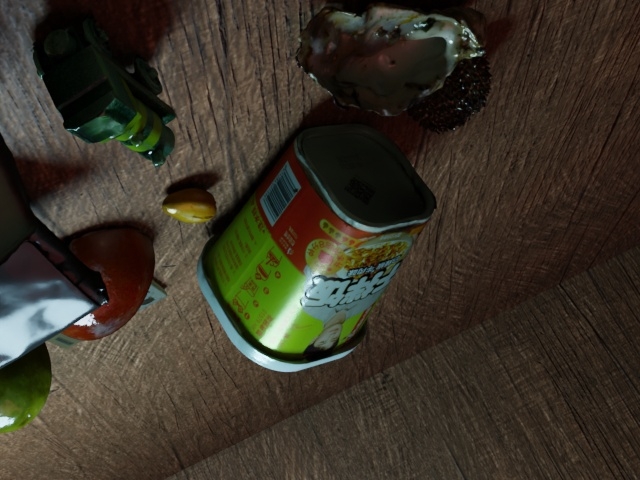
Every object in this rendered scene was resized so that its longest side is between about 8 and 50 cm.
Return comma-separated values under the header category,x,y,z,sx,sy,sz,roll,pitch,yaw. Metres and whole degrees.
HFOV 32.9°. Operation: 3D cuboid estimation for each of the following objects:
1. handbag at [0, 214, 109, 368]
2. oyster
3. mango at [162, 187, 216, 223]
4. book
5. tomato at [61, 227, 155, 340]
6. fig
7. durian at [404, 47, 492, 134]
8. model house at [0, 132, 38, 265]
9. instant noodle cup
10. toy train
category,x,y,z,sx,sy,sz,roll,pitch,yaw
handbag,-0.421,0.059,1.352,0.247,0.080,0.223,-31,134,7
oyster,0.078,-0.248,1.370,0.294,0.094,0.166,7,123,-43
mango,-0.188,-0.049,1.545,0.089,0.046,0.060,-2,149,-44
book,-0.359,0.116,1.780,0.198,0.016,0.138,-28,161,1
tomato,-0.323,0.075,1.588,0.199,0.112,0.228,-41,160,28
fig,-0.468,0.168,1.520,0.181,0.181,0.191,-17,117,-30
durian,0.192,-0.207,1.590,0.148,0.091,0.188,-27,163,-3
model house,-0.458,-0.022,1.073,0.237,0.202,0.237,-12,-153,27
instant noodle cup,0.000,0.000,1.636,0.294,0.294,0.308,-11,148,-41
toy train,-0.216,-0.145,1.131,0.083,0.132,0.200,-31,159,12
